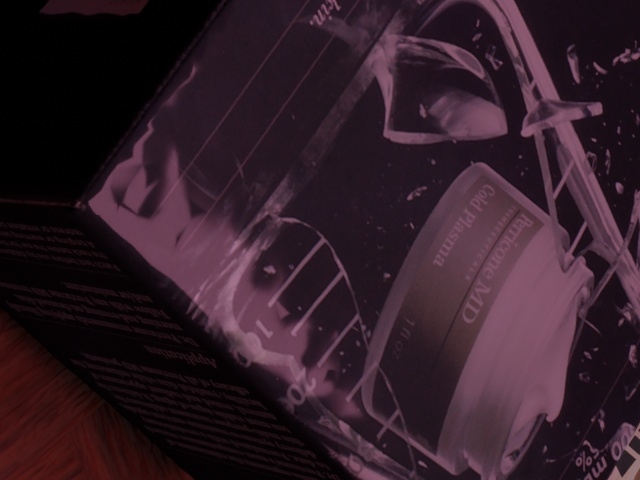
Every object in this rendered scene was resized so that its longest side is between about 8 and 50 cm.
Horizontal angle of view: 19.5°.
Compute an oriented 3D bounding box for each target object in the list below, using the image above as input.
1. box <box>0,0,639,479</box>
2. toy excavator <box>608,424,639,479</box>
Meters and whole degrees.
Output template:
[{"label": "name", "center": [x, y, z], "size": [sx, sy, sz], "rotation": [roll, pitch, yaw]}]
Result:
[{"label": "box", "center": [0.034, -0.068, 1.318], "size": [0.472, 0.297, 0.480], "rotation": [47, 66, -33]}, {"label": "toy excavator", "center": [0.327, 0.134, 1.866], "size": [0.445, 0.222, 0.433], "rotation": [-48, 132, -22]}]
